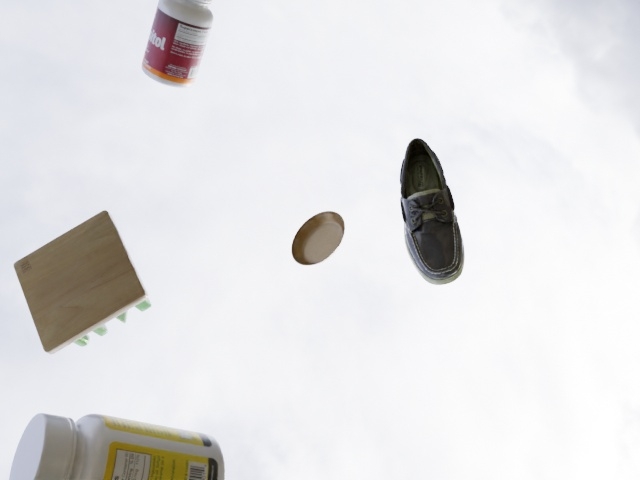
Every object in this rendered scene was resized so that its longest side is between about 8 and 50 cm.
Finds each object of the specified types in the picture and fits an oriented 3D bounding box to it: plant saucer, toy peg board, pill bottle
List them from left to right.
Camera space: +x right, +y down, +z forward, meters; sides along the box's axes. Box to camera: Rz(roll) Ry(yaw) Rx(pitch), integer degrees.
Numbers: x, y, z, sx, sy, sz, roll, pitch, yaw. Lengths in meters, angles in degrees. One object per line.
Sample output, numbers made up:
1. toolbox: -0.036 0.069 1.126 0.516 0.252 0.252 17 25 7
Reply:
1. toy peg board: -0.344 0.069 1.026 0.161 0.079 0.160 -31 -116 -3
2. pill bottle: -0.222 0.259 0.766 0.209 0.119 0.119 22 -125 -32
3. pill bottle: -0.214 -0.318 1.050 0.086 0.152 0.086 19 -153 -10
4. plant saucer: 0.000 0.000 0.891 0.015 0.083 0.083 43 -135 -40

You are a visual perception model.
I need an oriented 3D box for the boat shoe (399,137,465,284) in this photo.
1. boat shoe: 0.145 -0.046 0.955 0.073 0.080 0.223 61 -160 -53
